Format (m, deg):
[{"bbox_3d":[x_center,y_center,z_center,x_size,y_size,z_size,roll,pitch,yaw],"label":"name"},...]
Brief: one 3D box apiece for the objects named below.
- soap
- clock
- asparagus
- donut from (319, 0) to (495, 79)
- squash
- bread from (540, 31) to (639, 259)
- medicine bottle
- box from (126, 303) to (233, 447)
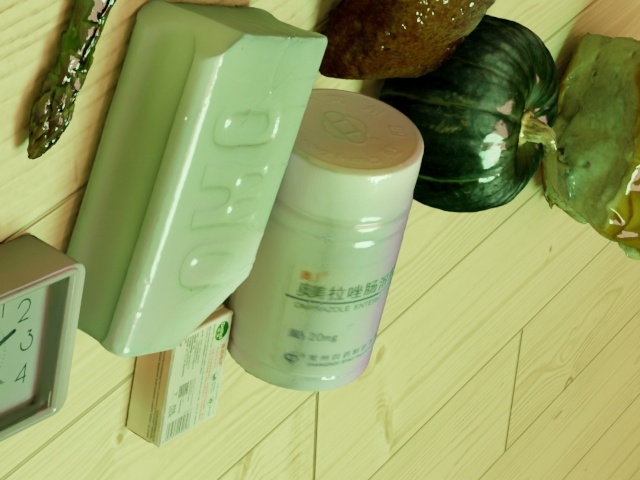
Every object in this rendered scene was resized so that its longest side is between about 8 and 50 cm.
[{"bbox_3d":[-0.111,-0.054,1.490,0.173,0.095,0.289,-7,120,-58],"label":"soap"},{"bbox_3d":[-0.276,0.094,1.367,0.197,0.063,0.150,-25,134,-51],"label":"clock"},{"bbox_3d":[-0.191,-0.136,1.346,0.165,0.030,0.036,-67,162,7],"label":"asparagus"},{"bbox_3d":[0.076,-0.240,1.607,0.112,0.151,0.295,-28,139,-34],"label":"donut"},{"bbox_3d":[0.155,-0.131,1.805,0.218,0.172,0.218,10,77,-49],"label":"squash"},{"bbox_3d":[0.387,-0.112,2.174,0.279,0.225,0.250,17,98,-58],"label":"bread"},{"bbox_3d":[0.000,0.000,1.654,0.152,0.152,0.254,-32,145,-45],"label":"medicine bottle"},{"bbox_3d":[-0.134,0.123,1.666,0.089,0.043,0.125,-25,135,-50],"label":"box"}]
